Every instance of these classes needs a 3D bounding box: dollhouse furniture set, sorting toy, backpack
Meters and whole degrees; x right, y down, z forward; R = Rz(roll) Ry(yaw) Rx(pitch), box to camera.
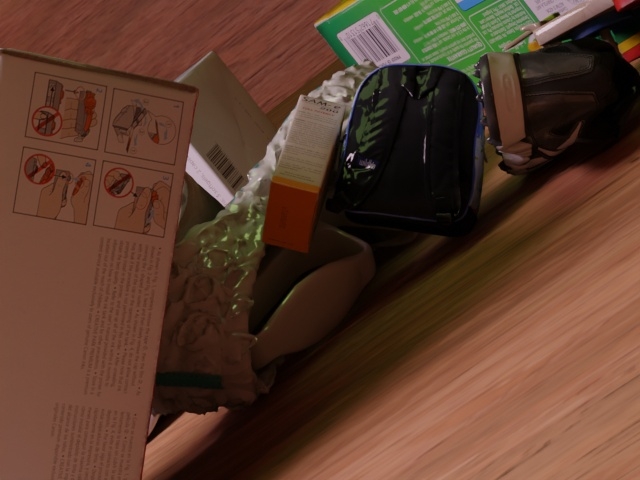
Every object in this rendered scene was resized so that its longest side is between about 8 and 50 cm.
[{"bbox_3d":[0.175,-0.130,1.303,0.058,0.076,0.152,-33,0,20],"label":"dollhouse furniture set"},{"bbox_3d":[0.245,-0.164,1.187,0.132,0.046,0.274,-27,-4,37],"label":"sorting toy"},{"bbox_3d":[0.067,-0.064,1.190,0.084,0.105,0.114,43,-125,-75],"label":"backpack"}]

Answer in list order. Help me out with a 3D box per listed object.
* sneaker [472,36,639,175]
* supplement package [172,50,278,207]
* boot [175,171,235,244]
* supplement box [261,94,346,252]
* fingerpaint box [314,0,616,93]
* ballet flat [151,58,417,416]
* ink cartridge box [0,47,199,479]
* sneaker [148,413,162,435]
[{"bbox_3d":[0.167,-0.092,1.149,0.106,0.078,0.234,-10,-3,9],"label":"sneaker"},{"bbox_3d":[-0.178,-0.033,1.834,0.263,0.199,0.198,-35,10,25],"label":"supplement package"},{"bbox_3d":[-0.081,-0.017,1.422,0.236,0.089,0.269,-49,-17,1],"label":"boot"},{"bbox_3d":[-0.011,-0.048,1.193,0.062,0.036,0.098,101,-176,-45],"label":"supplement box"},{"bbox_3d":[0.250,-0.305,1.603,0.371,0.163,0.445,-43,10,-24],"label":"fingerpaint box"},{"bbox_3d":[0.000,0.000,1.277,0.147,0.147,0.409,-30,15,46],"label":"ballet flat"},{"bbox_3d":[-0.191,0.056,1.098,0.272,0.130,0.309,168,110,-71],"label":"ink cartridge box"},{"bbox_3d":[-0.121,0.085,1.371,0.232,0.090,0.115,-38,5,-1],"label":"sneaker"}]
